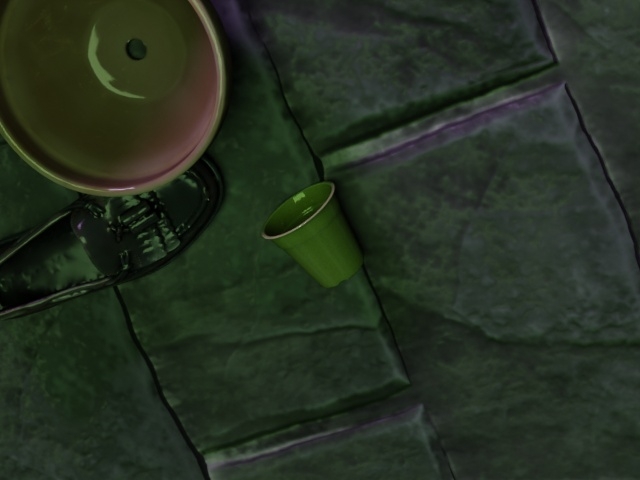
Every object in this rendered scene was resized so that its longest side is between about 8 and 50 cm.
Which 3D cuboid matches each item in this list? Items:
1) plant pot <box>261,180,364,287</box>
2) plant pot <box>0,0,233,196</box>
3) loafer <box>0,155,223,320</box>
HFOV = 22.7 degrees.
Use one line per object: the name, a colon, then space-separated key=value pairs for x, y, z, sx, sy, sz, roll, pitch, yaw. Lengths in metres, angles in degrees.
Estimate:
plant pot: x=0.000 y=0.000 z=1.506 sx=0.083 sy=0.083 sz=0.079 roll=-28 pitch=113 yaw=21
plant pot: x=-0.187 y=-0.168 z=1.471 sx=0.237 sy=0.110 sz=0.237 roll=4 pitch=110 yaw=12
loafer: x=-0.230 y=0.011 z=1.551 sx=0.302 sy=0.095 sz=0.109 roll=-26 pitch=101 yaw=21
